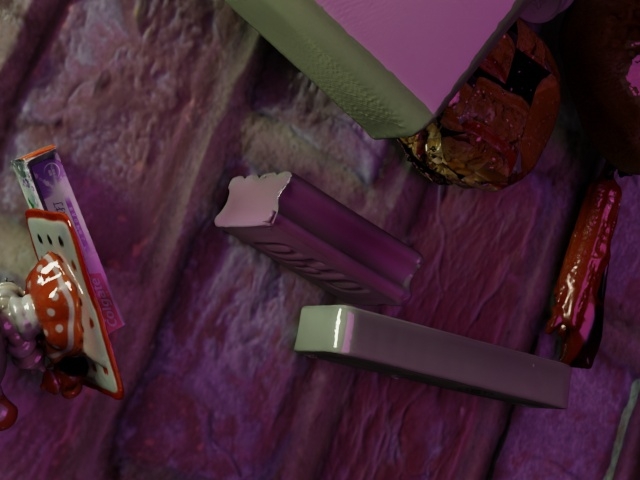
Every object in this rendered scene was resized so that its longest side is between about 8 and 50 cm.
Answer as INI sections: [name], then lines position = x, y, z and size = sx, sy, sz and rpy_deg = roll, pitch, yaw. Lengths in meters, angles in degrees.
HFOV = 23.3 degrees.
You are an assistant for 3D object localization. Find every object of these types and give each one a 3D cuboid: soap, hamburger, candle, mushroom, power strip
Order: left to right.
[soap]
position = 0.000, 0.000, 1.663
size = 0.203, 0.122, 0.066
rpy_deg = 32, 72, -30
[power strip]
position = 0.145, 0.138, 1.786
size = 0.385, 0.091, 0.062
rpy_deg = 16, 78, -35
[hamburger]
position = 0.185, -0.164, 1.808
size = 0.231, 0.106, 0.231
rpy_deg = 1, 88, -43
[candle]
position = 0.343, 0.016, 1.947
size = 0.084, 0.059, 0.302
rpy_deg = 25, 78, -45
[mushroom]
position = 0.389, -0.207, 1.904
size = 0.253, 0.153, 0.253
rpy_deg = 27, 52, -41

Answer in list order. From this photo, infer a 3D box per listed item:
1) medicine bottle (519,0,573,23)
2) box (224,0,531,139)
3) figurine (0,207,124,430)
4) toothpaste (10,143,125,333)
[medicine bottle]
position = 0.272, -0.313, 1.853
size = 0.080, 0.080, 0.130
rpy_deg = 64, 32, -18
[box]
position = 0.059, -0.340, 1.608
size = 0.344, 0.177, 0.352
rpy_deg = 43, 77, -17
[figurine]
position = -0.327, 0.093, 1.428
size = 0.226, 0.160, 0.183
rpy_deg = -20, 102, -24
[toothpaste]
position = -0.247, 0.002, 1.537
size = 0.047, 0.040, 0.196
rpy_deg = -28, 106, -30
